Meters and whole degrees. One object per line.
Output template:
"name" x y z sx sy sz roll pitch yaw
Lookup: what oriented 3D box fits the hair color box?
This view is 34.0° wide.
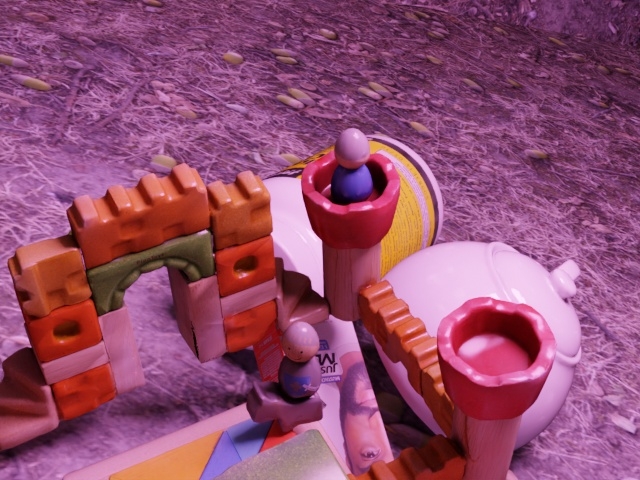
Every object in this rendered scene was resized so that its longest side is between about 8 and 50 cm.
"hair color box" 0.003 0.157 1.004 0.093 0.053 0.167 -2 66 -36

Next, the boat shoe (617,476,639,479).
"boat shoe" 0.347 0.338 0.964 0.088 0.096 0.267 -30 58 -22

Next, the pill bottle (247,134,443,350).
"pill bottle" 0.000 0.000 1.210 0.188 0.188 0.334 30 29 16

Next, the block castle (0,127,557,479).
"block castle" -0.086 0.102 0.790 0.453 0.212 0.303 -21 46 -19

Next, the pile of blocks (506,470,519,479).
"pile of blocks" 0.250 0.342 0.883 0.362 0.112 0.149 40 13 25

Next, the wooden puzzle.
"wooden puzzle" -0.073 0.224 0.839 0.221 0.044 0.238 -20 41 -18

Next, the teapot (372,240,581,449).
"teapot" 0.189 0.091 1.109 0.252 0.187 0.256 36 27 -34
